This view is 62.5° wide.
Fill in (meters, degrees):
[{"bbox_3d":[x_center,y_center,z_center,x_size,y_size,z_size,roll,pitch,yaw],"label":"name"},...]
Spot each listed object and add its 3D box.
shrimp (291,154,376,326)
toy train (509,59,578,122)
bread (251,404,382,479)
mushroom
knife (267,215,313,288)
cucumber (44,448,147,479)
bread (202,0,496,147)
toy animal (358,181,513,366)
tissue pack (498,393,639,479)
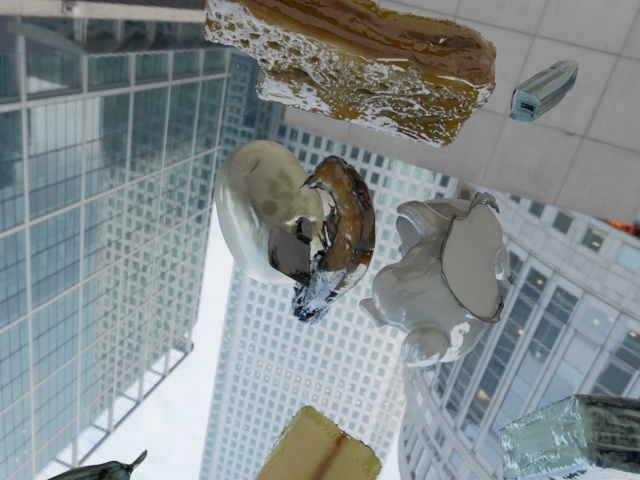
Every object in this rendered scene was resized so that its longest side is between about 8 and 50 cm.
[{"bbox_3d":[0.000,0.000,0.809,0.054,0.290,0.222,1,-130,-25],"label":"shrimp"},{"bbox_3d":[0.399,-0.262,0.892,0.048,0.055,0.252,25,-137,34],"label":"toy train"},{"bbox_3d":[-0.039,0.419,0.803,0.167,0.163,0.264,34,-139,5],"label":"bread"},{"bbox_3d":[-0.106,-0.070,1.158,0.315,0.315,0.356,14,-155,0],"label":"mushroom"},{"bbox_3d":[-0.043,0.001,0.797,0.072,0.019,0.245,32,-163,-11],"label":"knife"},{"bbox_3d":[-0.235,0.225,0.390,0.056,0.056,0.250,29,-154,30],"label":"cucumber"},{"bbox_3d":[0.032,-0.236,0.694,0.380,0.185,0.109,13,-114,-13],"label":"bread"},{"bbox_3d":[0.181,0.033,0.725,0.325,0.154,0.209,-24,-94,-45],"label":"toy animal"},{"bbox_3d":[0.421,0.279,0.669,0.315,0.228,0.103,8,-119,-3],"label":"tissue pack"}]
